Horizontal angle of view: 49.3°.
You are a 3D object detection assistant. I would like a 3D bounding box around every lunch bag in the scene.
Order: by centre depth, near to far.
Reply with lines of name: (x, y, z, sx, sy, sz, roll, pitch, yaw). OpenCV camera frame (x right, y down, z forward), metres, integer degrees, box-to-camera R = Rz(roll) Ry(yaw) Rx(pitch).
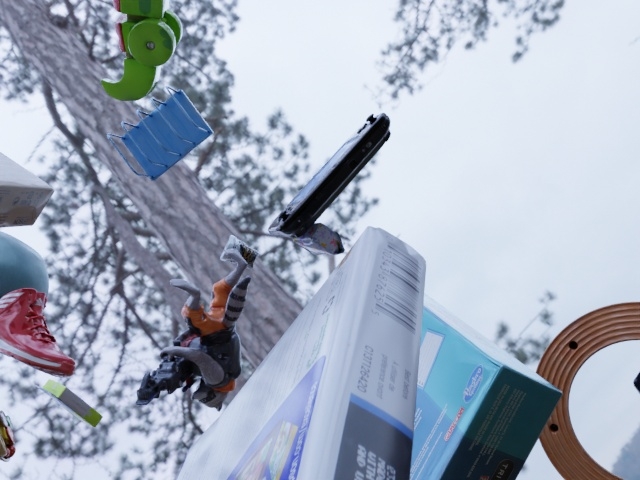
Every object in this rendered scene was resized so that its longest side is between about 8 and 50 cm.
lunch bag: (0.000, 0.000, 1.386, 0.083, 0.071, 0.053, 37, -111, -30)

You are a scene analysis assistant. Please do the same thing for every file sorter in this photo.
file sorter: (-0.336, -0.223, 1.448, 0.170, 0.118, 0.104, -37, -4, 8)

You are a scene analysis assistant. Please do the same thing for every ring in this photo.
ring: (0.498, 0.262, 1.072, 0.336, 0.336, 0.032, -54, -25, 15)

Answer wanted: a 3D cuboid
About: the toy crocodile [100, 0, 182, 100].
toy crocodile: (-0.251, -0.362, 0.993, 0.105, 0.115, 0.340, 7, -61, -7)

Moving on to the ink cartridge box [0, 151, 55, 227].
ink cartridge box: (-0.583, -0.105, 1.143, 0.088, 0.193, 0.235, -57, -3, 5)

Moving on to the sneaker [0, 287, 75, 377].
sneaker: (-0.502, 0.151, 1.223, 0.087, 0.221, 0.128, 68, -137, -62)

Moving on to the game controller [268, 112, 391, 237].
game controller: (0.015, -0.129, 1.389, 0.067, 0.166, 0.319, 46, -103, -19)

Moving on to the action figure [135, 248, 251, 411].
action figure: (-0.240, 0.223, 1.462, 0.341, 0.179, 0.329, -54, -31, -63)

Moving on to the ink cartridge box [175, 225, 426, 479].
ink cartridge box: (-0.043, 0.178, 0.474, 0.307, 0.072, 0.303, -56, 9, 30)

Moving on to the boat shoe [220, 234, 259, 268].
boat shoe: (-0.196, 0.031, 1.727, 0.183, 0.083, 0.065, -150, 86, -86)

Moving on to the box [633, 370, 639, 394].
box: (0.537, 0.098, 0.699, 0.294, 0.182, 0.296, -13, -41, -14)

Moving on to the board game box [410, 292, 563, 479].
board game box: (0.095, 0.201, 0.793, 0.079, 0.336, 0.253, 26, -85, -18)

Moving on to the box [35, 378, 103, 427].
box: (-0.711, 0.456, 1.976, 0.042, 0.109, 0.178, -56, -50, -27)

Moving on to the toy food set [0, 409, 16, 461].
toy food set: (-0.454, 0.273, 0.987, 0.020, 0.082, 0.083, -22, -28, -12)

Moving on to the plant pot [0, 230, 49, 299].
plant pot: (-0.733, 0.098, 1.563, 0.196, 0.290, 0.290, -8, -46, -49)
